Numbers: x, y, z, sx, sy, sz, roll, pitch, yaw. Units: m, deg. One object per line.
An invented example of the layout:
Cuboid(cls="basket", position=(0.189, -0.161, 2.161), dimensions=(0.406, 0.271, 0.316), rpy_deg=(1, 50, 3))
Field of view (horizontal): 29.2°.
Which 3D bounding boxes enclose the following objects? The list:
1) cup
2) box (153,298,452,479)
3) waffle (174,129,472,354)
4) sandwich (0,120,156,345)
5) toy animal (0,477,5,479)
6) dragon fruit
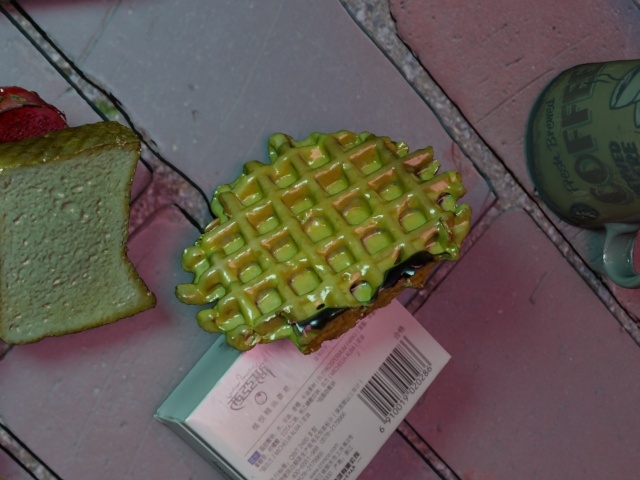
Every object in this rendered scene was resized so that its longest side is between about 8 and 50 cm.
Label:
Cuboid(cls="cup", position=(0.417, -0.087, 1.544), dimensions=(0.228, 0.257, 0.301), rpy_deg=(0, 91, -23))
Cuboid(cls="box", position=(-0.017, 0.165, 1.408), dimensions=(0.203, 0.116, 0.274), rpy_deg=(45, 71, -17))
Cuboid(cls="waffle", position=(-0.001, -0.002, 1.346), dimensions=(0.311, 0.307, 0.060), rpy_deg=(-59, 148, -24))
Cuboid(cls="sandwich", position=(-0.268, -0.007, 1.276), dimensions=(0.186, 0.065, 0.214), rpy_deg=(-15, 121, -30))
Cuboid(cls="toy animal", position=(-0.396, 0.279, 1.227), dimensions=(0.156, 0.156, 0.229), rpy_deg=(13, 94, -24))
Cuboid(cls="dragon fruit", position=(-0.342, -0.117, 1.282), dimensions=(0.153, 0.153, 0.111), rpy_deg=(-22, 57, -24))
